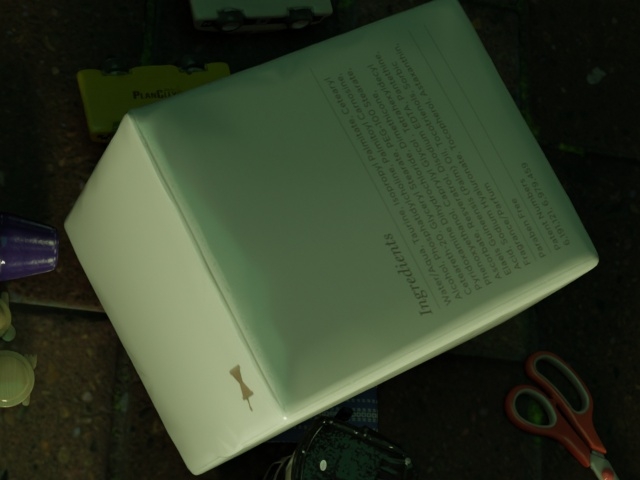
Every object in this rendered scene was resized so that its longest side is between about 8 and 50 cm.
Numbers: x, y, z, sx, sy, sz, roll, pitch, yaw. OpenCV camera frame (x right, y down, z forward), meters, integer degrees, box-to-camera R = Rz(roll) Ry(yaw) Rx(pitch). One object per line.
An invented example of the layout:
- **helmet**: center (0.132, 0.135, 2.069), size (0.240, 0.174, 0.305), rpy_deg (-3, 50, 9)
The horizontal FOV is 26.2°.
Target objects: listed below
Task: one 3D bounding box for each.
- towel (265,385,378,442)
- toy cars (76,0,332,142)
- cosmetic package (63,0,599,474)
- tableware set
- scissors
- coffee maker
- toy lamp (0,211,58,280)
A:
- **towel**: center (-0.056, 0.072, 1.604), size (0.243, 0.040, 0.336), rpy_deg (3, 70, -19)
- **toy cars**: center (-0.142, -0.227, 1.663), size (0.176, 0.087, 0.394), rpy_deg (40, 60, -5)
- **cosmetic package**: center (0.000, 0.000, 1.444), size (0.393, 0.329, 0.327), rpy_deg (-24, 82, -27)
- **tableware set**: center (-0.393, 0.123, 1.483), size (0.168, 0.020, 0.141), rpy_deg (-8, 71, -19)
- **scissors**: center (0.342, 0.262, 1.658), size (0.297, 0.021, 0.109), rpy_deg (45, 62, 5)
- **coffee maker**: center (0.027, 0.279, 1.466), size (0.171, 0.178, 0.120), rpy_deg (44, 65, 5)
- **toy lamp**: center (-0.424, 0.004, 1.486), size (0.274, 0.080, 0.080), rpy_deg (1, 70, -17)
